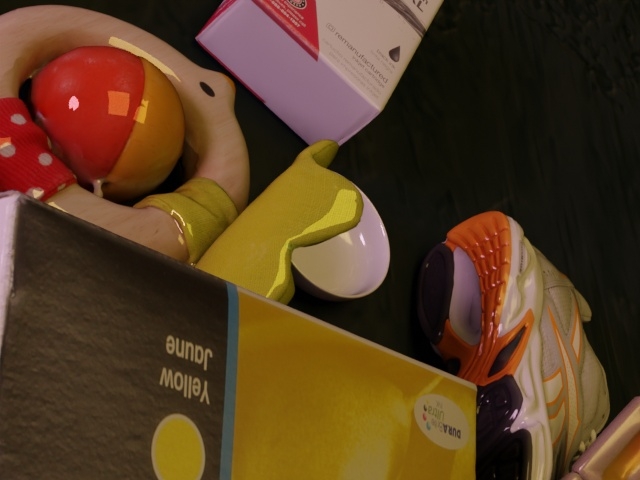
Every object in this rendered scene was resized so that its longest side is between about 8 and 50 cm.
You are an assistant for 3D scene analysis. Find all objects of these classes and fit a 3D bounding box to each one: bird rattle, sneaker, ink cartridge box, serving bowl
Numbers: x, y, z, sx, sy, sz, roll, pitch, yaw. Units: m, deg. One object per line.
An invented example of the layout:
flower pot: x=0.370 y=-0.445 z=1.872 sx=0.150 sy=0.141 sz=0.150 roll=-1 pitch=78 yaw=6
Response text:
bird rattle: x=-0.119 y=-0.032 z=0.674 sx=0.253 sy=0.143 sz=0.207 roll=13 pitch=45 yaw=-19
sneaker: x=0.123 y=0.110 z=0.780 sx=0.121 sy=0.099 sz=0.262 roll=30 pitch=50 yaw=-29
ink cartridge box: x=0.006 y=-0.145 z=0.853 sx=0.109 sy=0.063 sz=0.150 roll=41 pitch=46 yaw=-13
serving bowl: x=0.000 y=0.000 z=0.787 sx=0.083 sy=0.027 sz=0.083 roll=20 pitch=54 yaw=-30
ink cartridge box: x=-0.038 y=0.172 z=0.498 sx=0.303 sy=0.072 sz=0.307 roll=27 pitch=57 yaw=-52

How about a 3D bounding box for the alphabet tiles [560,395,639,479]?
alphabet tiles: x=0.180 y=0.259 z=0.687 sx=0.342 sy=0.011 sz=0.285 roll=-43 pitch=98 yaw=-20
